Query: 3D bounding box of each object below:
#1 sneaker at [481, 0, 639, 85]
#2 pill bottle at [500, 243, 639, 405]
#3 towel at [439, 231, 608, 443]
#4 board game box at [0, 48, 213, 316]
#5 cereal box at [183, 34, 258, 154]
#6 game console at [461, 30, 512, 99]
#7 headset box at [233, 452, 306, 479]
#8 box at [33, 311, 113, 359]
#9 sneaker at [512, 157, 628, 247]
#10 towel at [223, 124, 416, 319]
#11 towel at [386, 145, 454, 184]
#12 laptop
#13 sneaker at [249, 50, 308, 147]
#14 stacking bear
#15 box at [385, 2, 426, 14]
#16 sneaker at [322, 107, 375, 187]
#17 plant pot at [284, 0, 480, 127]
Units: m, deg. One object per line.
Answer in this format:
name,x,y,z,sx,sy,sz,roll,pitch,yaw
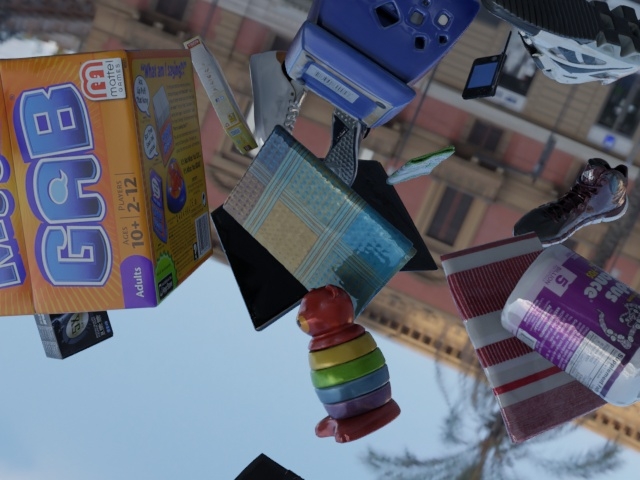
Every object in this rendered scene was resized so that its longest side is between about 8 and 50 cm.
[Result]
sneaker,0.359,-0.305,1.493,0.331,0.146,0.122,15,-122,-25
pill bottle,0.446,0.149,1.516,0.302,0.169,0.169,36,-162,20
towel,0.344,0.156,1.653,0.237,0.037,0.328,-12,-105,-35
board game box,-0.392,-0.102,1.501,0.357,0.356,0.356,-3,-169,7
cereal box,-0.224,-0.329,2.219,0.240,0.047,0.173,65,-177,15
game console,0.338,-0.355,1.983,0.107,0.122,0.071,-3,139,34
headset box,-0.034,0.502,1.616,0.218,0.293,0.110,25,-128,37
box,-0.582,0.165,2.270,0.078,0.180,0.147,0,-163,46
sneaker,0.535,-0.098,2.076,0.281,0.162,0.106,-22,-133,-17
towel,-0.008,-0.027,1.966,0.370,0.271,0.040,44,-139,5
towel,0.213,-0.157,2.084,0.113,0.023,0.152,-20,174,-19
laptop,0.000,0.000,2.402,0.236,0.408,0.382,37,-158,-51
sneaker,-0.084,-0.298,2.231,0.123,0.290,0.106,-10,174,16
stacking bear,0.039,0.228,1.918,0.164,0.288,0.175,-19,-178,-21
box,0.106,-0.555,1.752,0.270,0.165,0.143,46,162,-27
sneaker,0.072,-0.220,2.238,0.086,0.226,0.163,18,-155,14
plant pot,0.078,-0.322,1.553,0.236,0.212,0.236,33,171,-7
